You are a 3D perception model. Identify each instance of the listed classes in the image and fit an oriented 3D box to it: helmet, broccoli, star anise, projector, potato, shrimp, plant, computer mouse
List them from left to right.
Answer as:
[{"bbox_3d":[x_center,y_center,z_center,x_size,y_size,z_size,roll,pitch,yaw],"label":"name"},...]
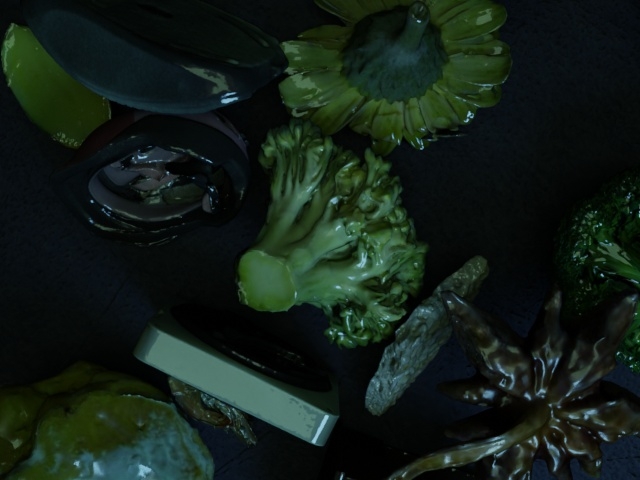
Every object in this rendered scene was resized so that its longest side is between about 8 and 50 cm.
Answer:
[{"bbox_3d":[-0.357,-0.212,1.446,0.198,0.054,0.119,41,97,2],"label":"potato"},{"bbox_3d":[-0.219,-0.249,1.366,0.374,0.203,0.114,27,125,18],"label":"computer mouse"},{"bbox_3d":[-0.211,-0.104,1.400,0.253,0.198,0.154,0,54,24],"label":"helmet"},{"bbox_3d":[-0.148,0.222,1.462,0.041,0.099,0.180,-30,106,29],"label":"shrimp"},{"bbox_3d":[-0.097,0.155,1.369,0.259,0.257,0.079,27,95,-2],"label":"projector"},{"bbox_3d":[0.000,0.000,1.353,0.288,0.245,0.248,33,125,14],"label":"broccoli"},{"bbox_3d":[0.119,-0.227,1.377,0.306,0.297,0.261,-44,122,-8],"label":"plant"},{"bbox_3d":[0.247,0.196,1.245,0.349,0.109,0.292,2,85,-1],"label":"star anise"},{"bbox_3d":[0.440,0.055,1.359,0.297,0.297,0.298,-13,120,-24],"label":"broccoli"}]

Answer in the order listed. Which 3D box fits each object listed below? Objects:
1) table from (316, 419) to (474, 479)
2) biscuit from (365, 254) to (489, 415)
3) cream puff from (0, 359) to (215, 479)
[{"bbox_3d":[0.124,0.398,1.393,0.282,0.250,0.196,18,94,0],"label":"table"},{"bbox_3d":[0.138,0.128,1.408,0.040,0.188,0.265,38,99,19],"label":"biscuit"},{"bbox_3d":[-0.329,0.347,1.397,0.378,0.275,0.378,7,75,-29],"label":"cream puff"}]
